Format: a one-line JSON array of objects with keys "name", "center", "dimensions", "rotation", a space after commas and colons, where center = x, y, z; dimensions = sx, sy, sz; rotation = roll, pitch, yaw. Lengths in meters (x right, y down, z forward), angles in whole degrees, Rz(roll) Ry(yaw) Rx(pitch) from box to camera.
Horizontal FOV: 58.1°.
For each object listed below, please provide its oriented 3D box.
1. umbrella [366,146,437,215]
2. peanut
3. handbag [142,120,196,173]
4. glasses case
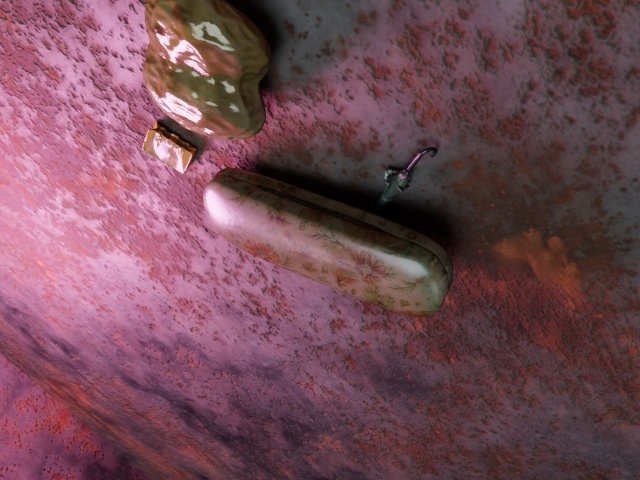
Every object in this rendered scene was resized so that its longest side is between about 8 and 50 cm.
[{"name": "umbrella", "center": [0.087, -0.060, 0.869], "dimensions": [0.269, 0.044, 0.044], "rotation": [-50, 54, 49]}, {"name": "peanut", "center": [-0.157, -0.236, 0.775], "dimensions": [0.197, 0.110, 0.233], "rotation": [28, 139, 9]}, {"name": "handbag", "center": [-0.255, -0.156, 0.975], "dimensions": [0.083, 0.027, 0.061], "rotation": [31, 138, -6]}, {"name": "glasses case", "center": [0.000, 0.000, 0.908], "dimensions": [0.426, 0.098, 0.156], "rotation": [21, 146, 21]}]
